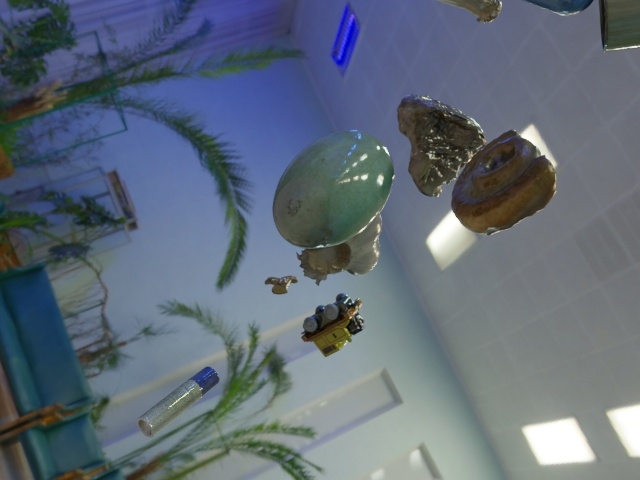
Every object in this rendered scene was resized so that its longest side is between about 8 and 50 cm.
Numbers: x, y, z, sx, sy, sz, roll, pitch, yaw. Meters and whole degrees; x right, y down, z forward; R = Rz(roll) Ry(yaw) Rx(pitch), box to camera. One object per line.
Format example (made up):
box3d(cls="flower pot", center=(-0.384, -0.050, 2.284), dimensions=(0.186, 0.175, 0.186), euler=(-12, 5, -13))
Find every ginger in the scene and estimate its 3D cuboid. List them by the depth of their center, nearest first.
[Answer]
box3d(cls="ginger", center=(-0.098, 0.115, 1.666), dimensions=(0.030, 0.097, 0.048), euler=(-17, -102, 57))

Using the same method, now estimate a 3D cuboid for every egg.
box3d(cls="egg", center=(0.022, -0.085, 1.081), dimensions=(0.169, 0.236, 0.169), euler=(37, -19, 15))

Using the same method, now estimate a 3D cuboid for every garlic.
box3d(cls="garlic", center=(0.000, 0.000, 1.310), dimensions=(0.256, 0.207, 0.207), euler=(-21, -88, 40))

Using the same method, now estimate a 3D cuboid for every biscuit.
box3d(cls="biscuit", center=(0.351, -0.114, 1.279), dimensions=(0.091, 0.213, 0.274), euler=(40, 12, -20))

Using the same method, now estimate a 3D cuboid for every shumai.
box3d(cls="shumai", center=(0.373, -0.310, 2.136), dimensions=(0.283, 0.345, 0.217), euler=(-66, -149, 20))

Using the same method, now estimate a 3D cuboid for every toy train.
box3d(cls="toy train", center=(0.039, 0.225, 1.708), dimensions=(0.219, 0.089, 0.127), euler=(-34, -87, 34))

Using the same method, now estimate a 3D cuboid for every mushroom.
box3d(cls="mushroom", center=(0.407, -0.675, 1.818), dimensions=(0.084, 0.209, 0.071), euler=(-145, -109, -74))

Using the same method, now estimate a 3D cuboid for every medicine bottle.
box3d(cls="medicine bottle", center=(-0.351, 0.400, 1.609), dimensions=(0.059, 0.230, 0.059), euler=(19, -56, 31))

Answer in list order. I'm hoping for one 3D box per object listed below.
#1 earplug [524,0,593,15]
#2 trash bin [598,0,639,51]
box3d(cls="earplug", center=(0.457, -0.560, 1.354), dimensions=(0.273, 0.132, 0.133), euler=(43, -28, 34))
box3d(cls="trash bin", center=(0.803, -0.542, 1.310), dimensions=(0.280, 0.431, 0.281), euler=(-4, 90, -69))
